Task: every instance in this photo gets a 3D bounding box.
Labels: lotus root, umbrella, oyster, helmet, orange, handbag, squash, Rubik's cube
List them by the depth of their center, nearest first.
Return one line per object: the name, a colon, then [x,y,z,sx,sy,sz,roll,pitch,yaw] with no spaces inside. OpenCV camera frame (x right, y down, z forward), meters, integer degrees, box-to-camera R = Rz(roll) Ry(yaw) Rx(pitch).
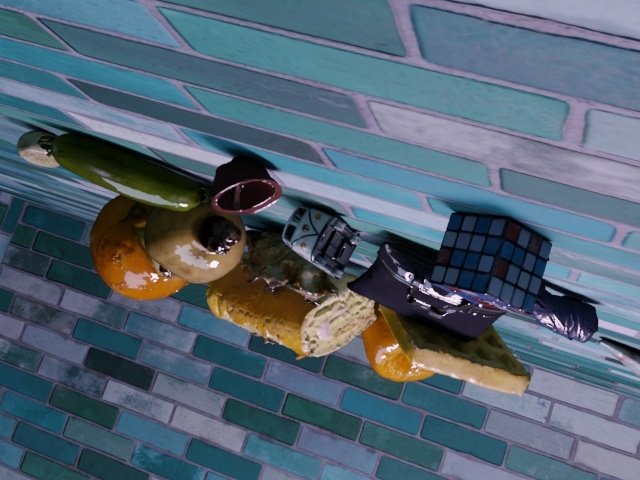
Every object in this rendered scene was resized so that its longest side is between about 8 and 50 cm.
Rubik's cube: [0.202,0.027,1.010,0.092,0.092,0.092,24,172,-38]
helmet: [-0.105,-0.080,1.135,0.089,0.057,0.111,-29,159,17]
umbrella: [0.322,0.086,1.307,0.248,0.071,0.071,25,171,-18]
squash: [-0.321,-0.113,1.413,0.318,0.080,0.071,19,135,-6]
handbag: [0.187,0.086,1.429,0.254,0.089,0.211,22,155,-5]
lotus root: [-0.220,-0.010,1.540,0.182,0.183,0.310,21,170,-19]
oyster: [-0.078,0.054,1.777,0.197,0.133,0.337,33,175,-21]
orange: [-0.361,0.007,1.780,0.240,0.240,0.240,19,173,2]
orange: [0.213,0.209,2.028,0.248,0.183,0.249,-8,138,-7]

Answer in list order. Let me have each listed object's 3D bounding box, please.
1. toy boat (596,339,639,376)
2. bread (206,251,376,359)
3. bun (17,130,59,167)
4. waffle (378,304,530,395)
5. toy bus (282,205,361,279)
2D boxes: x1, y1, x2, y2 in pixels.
toy boat: [0.681,0.272,1.744,0.282,0.096,0.206,28,-173,0]
bread: [-0.075,0.143,1.970,0.236,0.165,0.375,-30,-149,-36]
bun: [-0.496,-0.168,1.517,0.086,0.055,0.086,8,163,2]
waffle: [0.239,0.184,1.566,0.247,0.055,0.221,18,-161,-18]
toy bus: [0.000,0.000,1.381,0.089,0.087,0.194,27,177,18]
